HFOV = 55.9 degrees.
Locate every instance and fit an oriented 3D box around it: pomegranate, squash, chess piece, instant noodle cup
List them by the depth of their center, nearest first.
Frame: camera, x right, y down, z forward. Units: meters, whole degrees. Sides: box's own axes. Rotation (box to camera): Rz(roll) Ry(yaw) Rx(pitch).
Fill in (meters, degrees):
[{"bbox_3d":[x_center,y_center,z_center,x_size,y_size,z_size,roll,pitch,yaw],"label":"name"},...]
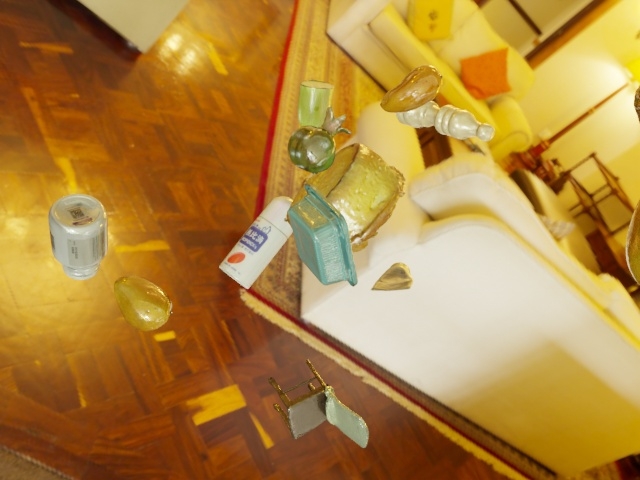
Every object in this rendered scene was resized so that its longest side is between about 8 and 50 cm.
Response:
[{"bbox_3d":[0.000,0.000,1.142,0.157,0.070,0.179,48,-23,48],"label":"instant noodle cup"},{"bbox_3d":[-0.003,-0.280,1.705,0.131,0.191,0.152,42,-9,-37],"label":"pomegranate"},{"bbox_3d":[0.400,-0.378,1.897,0.307,0.124,0.139,27,-17,35],"label":"chess piece"},{"bbox_3d":[-0.026,-0.449,2.058,0.123,0.186,0.123,9,31,-5],"label":"squash"}]

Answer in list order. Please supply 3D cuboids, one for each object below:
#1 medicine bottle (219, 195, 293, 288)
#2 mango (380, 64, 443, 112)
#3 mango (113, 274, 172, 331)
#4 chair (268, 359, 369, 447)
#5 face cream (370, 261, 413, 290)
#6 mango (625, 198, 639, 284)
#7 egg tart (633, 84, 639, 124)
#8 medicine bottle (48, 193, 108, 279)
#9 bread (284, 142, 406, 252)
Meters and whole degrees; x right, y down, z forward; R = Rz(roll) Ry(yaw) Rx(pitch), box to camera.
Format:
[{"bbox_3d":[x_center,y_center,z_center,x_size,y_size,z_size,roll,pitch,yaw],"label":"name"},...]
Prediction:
[{"bbox_3d":[-0.194,-0.004,2.081,0.130,0.341,0.130,37,-10,8],"label":"medicine bottle"},{"bbox_3d":[0.225,-0.356,1.467,0.084,0.159,0.105,45,18,-17],"label":"mango"},{"bbox_3d":[-0.306,0.104,1.035,0.114,0.060,0.080,32,45,14],"label":"mango"},{"bbox_3d":[-0.014,0.546,1.907,0.186,0.160,0.319,-22,39,-23],"label":"chair"},{"bbox_3d":[0.221,0.123,1.803,0.224,0.114,0.070,-40,125,-72],"label":"face cream"},{"bbox_3d":[0.787,-0.081,1.212,0.300,0.445,0.232,23,4,-44],"label":"mango"},{"bbox_3d":[0.868,-0.264,1.477,0.295,0.116,0.294,43,35,-42],"label":"egg tart"},{"bbox_3d":[-0.607,-0.001,1.523,0.135,0.215,0.135,10,46,-10],"label":"medicine bottle"},{"bbox_3d":[0.080,-0.118,1.854,0.215,0.398,0.398,41,30,-17],"label":"bread"}]
